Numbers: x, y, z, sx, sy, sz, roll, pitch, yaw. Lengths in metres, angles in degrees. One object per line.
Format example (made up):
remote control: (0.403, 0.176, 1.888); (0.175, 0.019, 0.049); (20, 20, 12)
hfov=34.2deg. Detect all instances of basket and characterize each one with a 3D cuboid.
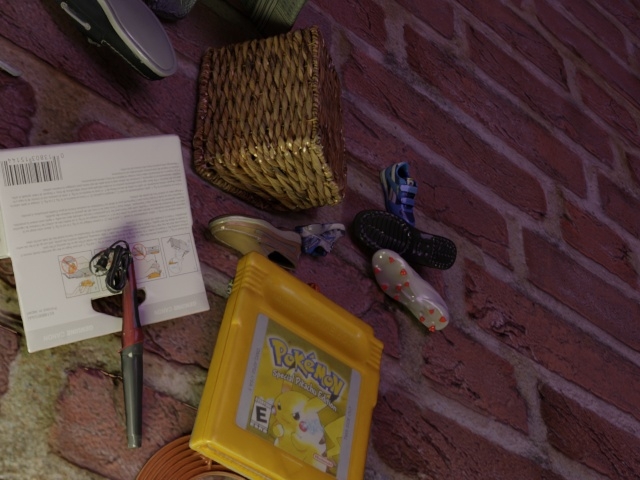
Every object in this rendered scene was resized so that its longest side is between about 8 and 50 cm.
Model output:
basket: (-0.080, -0.193, 1.816); (0.213, 0.223, 0.299); (64, 19, -52)

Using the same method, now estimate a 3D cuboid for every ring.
ring: (-0.114, 0.413, 1.377); (0.336, 0.032, 0.337); (27, 46, -32)

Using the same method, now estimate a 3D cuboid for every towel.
towel: (-0.125, -0.515, 1.860); (0.056, 0.324, 0.312); (-36, 92, -15)

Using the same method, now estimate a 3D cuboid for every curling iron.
curling iron: (-0.261, 0.136, 1.370); (0.068, 0.035, 0.274); (-3, 85, -46)

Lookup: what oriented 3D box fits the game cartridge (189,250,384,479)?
game cartridge: (-0.034, 0.213, 1.525); (0.285, 0.052, 0.324); (34, 49, -27)

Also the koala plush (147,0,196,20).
koala plush: (-0.299, -0.519, 1.755); (0.221, 0.203, 0.196); (12, 52, -28)

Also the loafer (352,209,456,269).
loafer: (0.147, 0.006, 1.948); (0.220, 0.078, 0.080); (23, 80, -22)

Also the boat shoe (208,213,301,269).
boat shoe: (-0.099, 0.008, 1.671); (0.190, 0.068, 0.072); (14, 65, -42)

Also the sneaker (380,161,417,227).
sneaker: (0.161, -0.090, 2.033); (0.053, 0.059, 0.144); (10, 57, -47)

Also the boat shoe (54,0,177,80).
boat shoe: (-0.348, -0.365, 1.647); (0.302, 0.091, 0.114); (53, 29, -1)

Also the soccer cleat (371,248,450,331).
soccer cleat: (0.164, 0.087, 1.909); (0.196, 0.068, 0.076); (47, 22, -14)

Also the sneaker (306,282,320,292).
sneaker: (-0.028, 0.146, 1.660); (0.067, 0.064, 0.175); (45, 43, -38)

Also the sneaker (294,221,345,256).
sneaker: (0.000, 0.000, 1.803); (0.135, 0.052, 0.058); (-5, 88, -56)

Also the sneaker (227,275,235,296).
sneaker: (-0.124, 0.089, 1.614); (0.035, 0.031, 0.083); (42, 41, -40)

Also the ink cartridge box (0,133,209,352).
ink cartridge box: (-0.305, -0.004, 1.420); (0.296, 0.066, 0.261); (-11, 92, -43)

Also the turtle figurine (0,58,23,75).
turtle figurine: (-0.508, -0.366, 1.373); (0.266, 0.197, 0.275); (-12, 90, -37)
